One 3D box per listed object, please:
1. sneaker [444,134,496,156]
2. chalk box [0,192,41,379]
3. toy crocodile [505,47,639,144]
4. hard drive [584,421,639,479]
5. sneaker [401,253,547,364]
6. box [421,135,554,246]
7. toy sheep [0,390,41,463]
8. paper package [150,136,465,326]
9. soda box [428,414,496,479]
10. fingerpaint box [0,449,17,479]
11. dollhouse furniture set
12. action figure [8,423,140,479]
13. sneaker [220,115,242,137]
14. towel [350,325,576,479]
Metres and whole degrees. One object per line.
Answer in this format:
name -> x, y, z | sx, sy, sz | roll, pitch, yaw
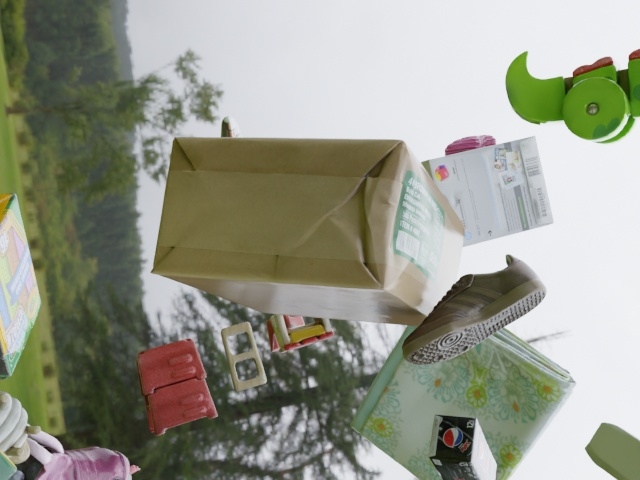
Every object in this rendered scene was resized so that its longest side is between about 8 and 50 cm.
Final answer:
sneaker -> 0.295, -0.109, 1.519 | 0.252, 0.102, 0.111 | -71, 151, -41
chalk box -> -0.545, 0.092, 1.179 | 0.179, 0.180, 0.289 | -92, -175, -54
toy crocodile -> 0.361, -0.160, 0.803 | 0.115, 0.340, 0.105 | -9, 95, -61
hard drive -> 0.381, 0.257, 0.650 | 0.040, 0.307, 0.203 | -58, -144, 1
sneaker -> 0.173, 0.082, 0.930 | 0.066, 0.188, 0.071 | 74, -11, -52
box -> 0.264, -0.075, 1.223 | 0.038, 0.186, 0.145 | 176, -100, -75
toy sheep -> -0.388, 0.214, 0.910 | 0.132, 0.091, 0.091 | 61, -6, -26
paper package -> 0.000, 0.000, 0.981 | 0.325, 0.309, 0.168 | 34, 61, -64
soda box -> 0.184, 0.281, 0.988 | 0.169, 0.053, 0.060 | 61, 35, -50
fingerpaint box -> -0.502, 0.059, 0.644 | 0.444, 0.163, 0.371 | 13, -41, 47
dollhouse furniture set -> -0.165, 0.249, 1.516 | 0.201, 0.373, 0.152 | 137, -63, -73
action figure -> -0.463, 0.414, 1.398 | 0.248, 0.370, 0.276 | 32, -78, 36
sneaker -> -0.158, -0.121, 1.258 | 0.061, 0.064, 0.158 | -12, 98, -78
towel -> 0.266, 0.315, 1.504 | 0.320, 0.090, 0.375 | 36, -66, 19
